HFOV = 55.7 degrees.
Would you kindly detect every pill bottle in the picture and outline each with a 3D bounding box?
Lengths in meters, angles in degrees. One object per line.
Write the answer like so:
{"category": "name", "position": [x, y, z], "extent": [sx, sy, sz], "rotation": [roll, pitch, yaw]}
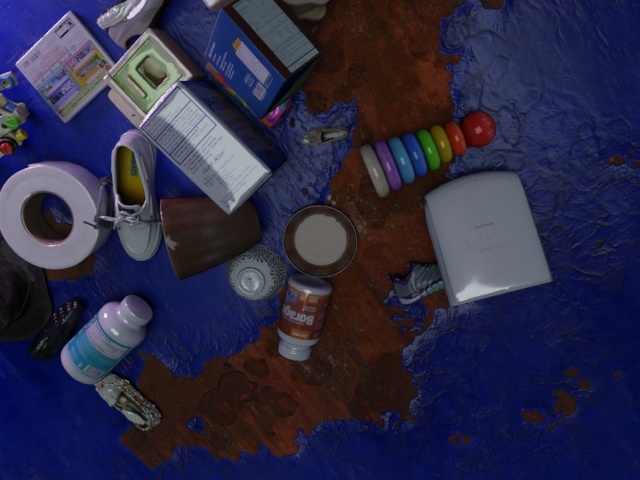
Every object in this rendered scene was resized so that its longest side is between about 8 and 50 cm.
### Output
{"category": "pill bottle", "position": [-0.048, 0.207, 1.634], "extent": [0.121, 0.121, 0.216], "rotation": [14, 106, 2]}
{"category": "pill bottle", "position": [-0.589, 0.270, 1.695], "extent": [0.264, 0.146, 0.146], "rotation": [-43, 97, 14]}

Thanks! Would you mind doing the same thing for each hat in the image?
{"category": "hat", "position": [-0.936, 0.158, 1.708], "extent": [0.331, 0.134, 0.332], "rotation": [2, 106, 6]}

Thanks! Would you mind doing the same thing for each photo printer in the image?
{"category": "photo printer", "position": [0.402, -0.015, 1.495], "extent": [0.256, 0.107, 0.308], "rotation": [-14, 80, 6]}

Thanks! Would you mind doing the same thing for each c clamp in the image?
{"category": "c clamp", "position": [-0.565, -0.098, 1.583], "extent": [0.022, 0.137, 0.161], "rotation": [3, 72, 7]}

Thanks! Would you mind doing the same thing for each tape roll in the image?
{"category": "tape roll", "position": [-0.714, -0.071, 1.640], "extent": [0.286, 0.100, 0.286], "rotation": [2, 105, 6]}

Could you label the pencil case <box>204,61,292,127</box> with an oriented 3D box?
{"category": "pencil case", "position": [-0.177, -0.387, 1.501], "extent": [0.236, 0.104, 0.104], "rotation": [43, 105, -8]}

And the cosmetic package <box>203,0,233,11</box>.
{"category": "cosmetic package", "position": [-0.236, -0.654, 1.407], "extent": [0.151, 0.151, 0.184], "rotation": [-34, 98, 14]}

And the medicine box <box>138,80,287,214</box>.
{"category": "medicine box", "position": [-0.245, -0.234, 1.462], "extent": [0.149, 0.263, 0.289], "rotation": [-43, 97, 14]}

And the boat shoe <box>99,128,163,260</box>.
{"category": "boat shoe", "position": [-0.485, -0.090, 1.560], "extent": [0.135, 0.156, 0.367], "rotation": [11, 117, 3]}

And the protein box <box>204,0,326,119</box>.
{"category": "protein box", "position": [-0.130, -0.422, 1.366], "extent": [0.136, 0.200, 0.201], "rotation": [-43, 93, -25]}

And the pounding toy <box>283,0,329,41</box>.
{"category": "pounding toy", "position": [-0.057, -0.574, 1.415], "extent": [0.154, 0.155, 0.270], "rotation": [14, 75, -9]}

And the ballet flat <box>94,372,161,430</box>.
{"category": "ballet flat", "position": [-0.575, 0.472, 1.784], "extent": [0.241, 0.077, 0.091], "rotation": [37, 106, -4]}

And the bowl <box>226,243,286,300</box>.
{"category": "bowl", "position": [-0.182, 0.100, 1.641], "extent": [0.170, 0.080, 0.170], "rotation": [2, 105, 6]}

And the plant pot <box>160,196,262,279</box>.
{"category": "plant pot", "position": [-0.272, -0.026, 1.568], "extent": [0.230, 0.215, 0.215], "rotation": [-11, 104, -6]}

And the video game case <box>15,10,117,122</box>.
{"category": "video game case", "position": [-0.652, -0.447, 1.572], "extent": [0.212, 0.023, 0.193], "rotation": [-37, 98, 13]}

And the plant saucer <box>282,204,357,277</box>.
{"category": "plant saucer", "position": [0.000, 0.000, 1.618], "extent": [0.198, 0.036, 0.199], "rotation": [2, 105, 6]}

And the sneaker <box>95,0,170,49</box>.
{"category": "sneaker", "position": [-0.415, -0.567, 1.479], "extent": [0.271, 0.100, 0.108], "rotation": [-25, 114, 24]}

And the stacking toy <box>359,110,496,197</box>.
{"category": "stacking toy", "position": [0.269, -0.231, 1.488], "extent": [0.330, 0.141, 0.141], "rotation": [-23, 102, 6]}

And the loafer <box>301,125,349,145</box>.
{"category": "loafer", "position": [0.010, -0.267, 1.543], "extent": [0.125, 0.039, 0.045], "rotation": [-10, 105, 8]}

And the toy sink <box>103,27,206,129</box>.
{"category": "toy sink", "position": [-0.430, -0.386, 1.509], "extent": [0.234, 0.131, 0.153], "rotation": [-40, 97, 15]}

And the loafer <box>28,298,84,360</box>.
{"category": "loafer", "position": [-0.751, 0.260, 1.754], "extent": [0.223, 0.076, 0.078], "rotation": [-48, 132, 9]}

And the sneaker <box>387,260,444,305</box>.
{"category": "sneaker", "position": [0.289, 0.082, 1.589], "extent": [0.223, 0.083, 0.098], "rotation": [-30, 95, 13]}

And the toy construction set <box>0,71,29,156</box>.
{"category": "toy construction set", "position": [-0.897, -0.305, 1.569], "extent": [0.327, 0.151, 0.215], "rotation": [-20, 127, 18]}
